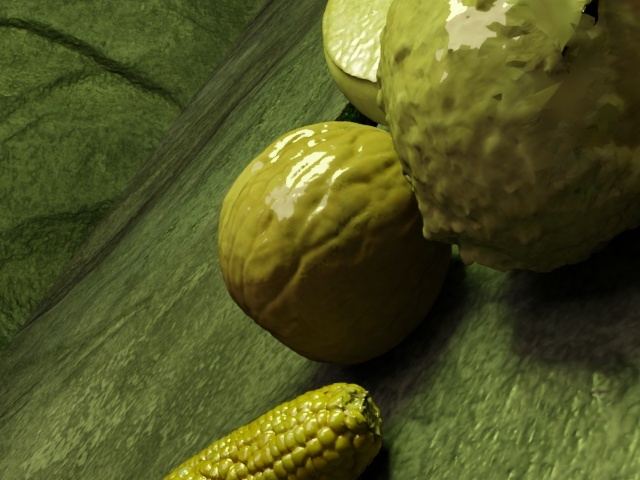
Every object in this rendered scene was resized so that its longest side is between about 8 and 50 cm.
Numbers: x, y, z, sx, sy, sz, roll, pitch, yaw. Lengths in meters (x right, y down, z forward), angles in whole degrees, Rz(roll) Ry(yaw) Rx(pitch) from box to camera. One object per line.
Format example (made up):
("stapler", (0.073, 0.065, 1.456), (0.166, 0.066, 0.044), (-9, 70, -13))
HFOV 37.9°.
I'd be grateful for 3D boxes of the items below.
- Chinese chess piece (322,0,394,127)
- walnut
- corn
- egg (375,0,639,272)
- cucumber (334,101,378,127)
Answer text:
("Chinese chess piece", (0.133, -0.253, 1.078), (0.270, 0.112, 0.270), (-15, 53, 21))
("walnut", (0.017, -0.002, 0.867), (0.228, 0.228, 0.228), (-41, 21, 19))
("corn", (-0.068, 0.217, 0.802), (0.313, 0.102, 0.102), (-37, 22, 20))
("egg", (0.169, -0.131, 0.718), (0.279, 0.279, 0.310), (-17, 45, 56))
("cucumber", (0.055, -0.169, 1.255), (0.058, 0.058, 0.187), (-62, 6, -33))
